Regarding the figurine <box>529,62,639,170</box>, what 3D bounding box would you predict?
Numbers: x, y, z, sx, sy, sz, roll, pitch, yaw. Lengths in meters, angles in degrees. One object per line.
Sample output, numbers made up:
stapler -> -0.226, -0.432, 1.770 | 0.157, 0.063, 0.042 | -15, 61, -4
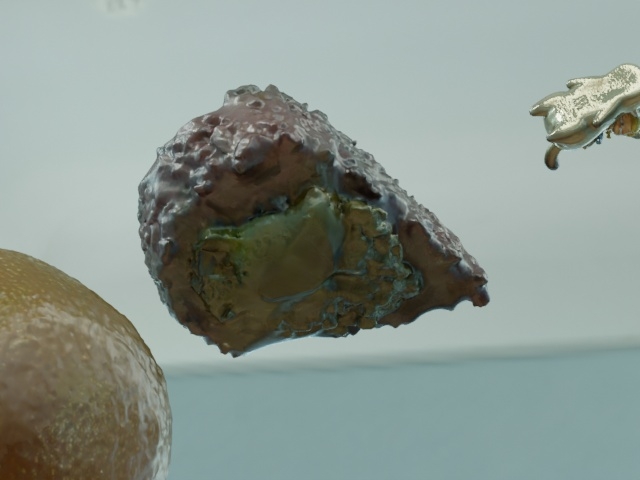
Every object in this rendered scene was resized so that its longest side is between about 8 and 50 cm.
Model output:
figurine -> 0.181, -0.080, 1.124 | 0.083, 0.047, 0.051 | -23, -35, 4

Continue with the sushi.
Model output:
sushi -> -0.015, 0.013, 1.156 | 0.241, 0.107, 0.161 | 36, -75, -32

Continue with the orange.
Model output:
orange -> -0.172, 0.099, 0.783 | 0.206, 0.206, 0.206 | 2, -38, 2
